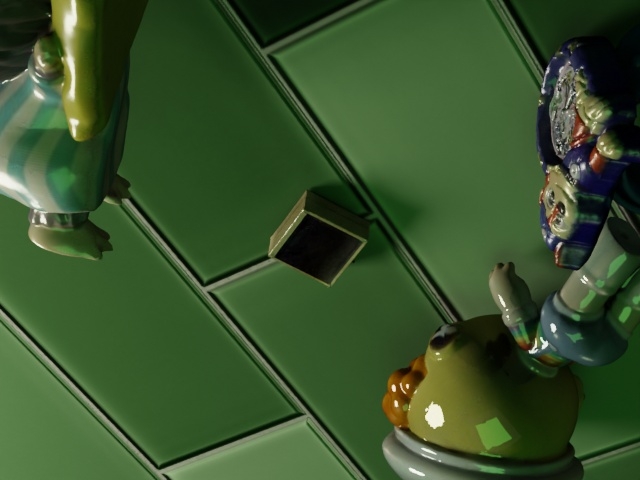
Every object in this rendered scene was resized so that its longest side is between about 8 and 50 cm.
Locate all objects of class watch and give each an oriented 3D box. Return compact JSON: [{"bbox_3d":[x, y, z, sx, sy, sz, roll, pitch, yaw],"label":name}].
[{"bbox_3d":[0.306,-0.098,1.254,0.200,0.171,0.196,-1,142,-9],"label":"watch"}]

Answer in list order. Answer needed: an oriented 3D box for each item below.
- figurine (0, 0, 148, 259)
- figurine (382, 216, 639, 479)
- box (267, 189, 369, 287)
[{"bbox_3d":[-0.336,-0.199,1.156,0.377,0.266,0.361,11,121,2],"label":"figurine"},{"bbox_3d":[0.208,0.139,1.418,0.224,0.205,0.382,8,129,-17],"label":"figurine"},{"bbox_3d":[0.000,0.000,1.427,0.083,0.035,0.079,26,126,-15],"label":"box"}]
